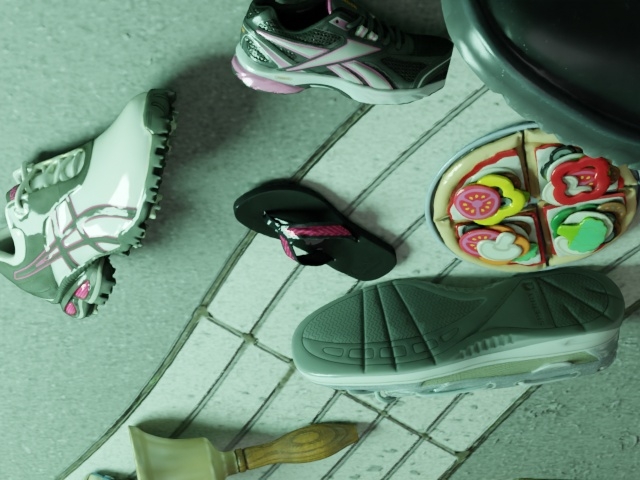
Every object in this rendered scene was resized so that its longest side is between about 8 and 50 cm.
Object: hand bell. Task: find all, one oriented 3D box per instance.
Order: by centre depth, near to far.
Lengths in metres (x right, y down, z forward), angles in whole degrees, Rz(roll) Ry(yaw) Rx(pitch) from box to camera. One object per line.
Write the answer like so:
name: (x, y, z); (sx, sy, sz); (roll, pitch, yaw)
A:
hand bell: (-0.078, 0.235, 1.619); (0.242, 0.126, 0.126); (-12, 140, -10)

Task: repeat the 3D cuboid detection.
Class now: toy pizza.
toy pizza: (0.196, -0.029, 1.361); (0.201, 0.032, 0.201); (-2, 139, -2)

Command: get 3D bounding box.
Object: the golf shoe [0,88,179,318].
golf shoe: (-0.205, -0.034, 1.281); (0.120, 0.105, 0.273); (21, 133, -16)

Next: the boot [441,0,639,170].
boot: (0.334, -0.202, 0.810); (0.367, 0.146, 0.445); (15, 141, -30)

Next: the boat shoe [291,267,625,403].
boat shoe: (0.133, 0.104, 1.451); (0.320, 0.118, 0.103); (-10, 135, -3)

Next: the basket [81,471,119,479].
basket: (-0.196, 0.414, 1.693); (0.289, 0.255, 0.201); (32, 129, -9)

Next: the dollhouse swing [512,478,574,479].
dollhouse swing: (0.317, 0.497, 1.772); (0.346, 0.305, 0.315); (4, 139, -6)

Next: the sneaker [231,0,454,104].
sneaker: (0.021, -0.156, 1.179); (0.178, 0.072, 0.077); (-1, 129, -11)

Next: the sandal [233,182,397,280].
sandal: (0.000, 0.000, 1.376); (0.179, 0.040, 0.067); (27, 131, -31)
